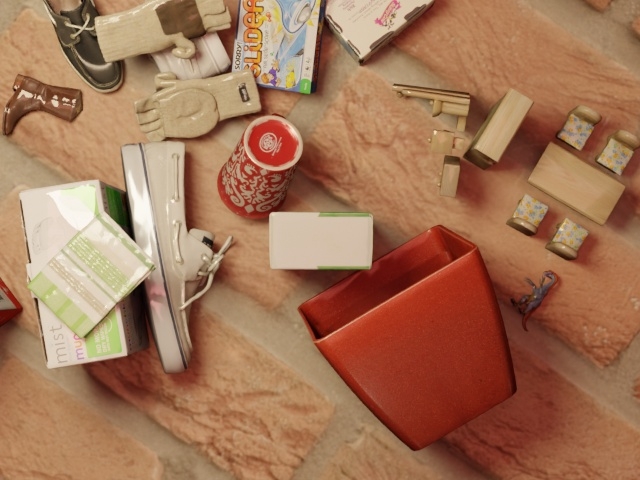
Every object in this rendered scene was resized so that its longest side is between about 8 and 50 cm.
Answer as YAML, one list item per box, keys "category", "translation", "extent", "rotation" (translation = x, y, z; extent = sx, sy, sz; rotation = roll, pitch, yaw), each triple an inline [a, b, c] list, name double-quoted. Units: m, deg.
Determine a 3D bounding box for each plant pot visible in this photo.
- category: "plant pot"
  translation: [0.149, 0.155, 1.801]
  extent: [0.267, 0.267, 0.235]
  rotation: [-31, 101, -1]

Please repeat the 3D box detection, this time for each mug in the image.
- category: "mug"
  translation: [-0.094, -0.132, 1.832]
  extent: [0.113, 0.169, 0.150]
  rotation: [-6, 72, -16]

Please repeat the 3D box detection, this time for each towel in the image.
- category: "towel"
  translation: [-0.322, 0.049, 1.679]
  extent: [0.152, 0.023, 0.113]
  rotation: [-45, 89, -4]

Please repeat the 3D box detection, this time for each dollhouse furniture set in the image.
- category: "dollhouse furniture set"
  translation: [0.163, -0.160, 1.872]
  extent: [0.123, 0.144, 0.151]
  rotation: [9, 102, 5]
- category: "dollhouse furniture set"
  translation: [0.358, -0.117, 1.849]
  extent: [0.242, 0.161, 0.212]
  rotation: [31, 88, 1]

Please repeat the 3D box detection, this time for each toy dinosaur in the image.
- category: "toy dinosaur"
  translation: [0.348, 0.086, 1.913]
  extent: [0.082, 0.047, 0.090]
  rotation: [-24, 121, -10]

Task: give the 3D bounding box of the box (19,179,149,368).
- category: "box"
  translation: [-0.355, 0.051, 1.802]
  extent: [0.127, 0.231, 0.262]
  rotation: [-9, 87, -1]

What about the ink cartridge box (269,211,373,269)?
- category: "ink cartridge box"
  translation: [0.000, 0.000, 1.819]
  extent: [0.153, 0.208, 0.087]
  rotation: [0, 91, 0]

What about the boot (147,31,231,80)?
- category: "boot"
  translation: [-0.250, -0.364, 1.883]
  extent: [0.123, 0.095, 0.258]
  rotation: [-26, 94, -1]

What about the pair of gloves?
- category: "pair of gloves"
  translation: [-0.218, -0.276, 1.844]
  extent: [0.204, 0.042, 0.240]
  rotation: [-22, 118, -1]

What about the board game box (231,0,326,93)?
- category: "board game box"
  translation: [-0.064, -0.341, 1.874]
  extent: [0.136, 0.035, 0.201]
  rotation: [10, 105, 16]

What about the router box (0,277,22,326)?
- category: "router box"
  translation: [-0.606, -0.003, 1.767]
  extent: [0.082, 0.301, 0.335]
  rotation: [-37, 89, -1]

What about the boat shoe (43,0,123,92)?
- category: "boat shoe"
  translation: [-0.388, -0.343, 1.895]
  extent: [0.084, 0.079, 0.233]
  rotation: [-26, 90, -3]

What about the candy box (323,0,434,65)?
- category: "candy box"
  translation: [0.051, -0.421, 1.903]
  extent: [0.159, 0.071, 0.233]
  rotation: [-39, 88, -1]

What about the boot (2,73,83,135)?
- category: "boot"
  translation: [-0.445, -0.205, 1.911]
  extent: [0.114, 0.037, 0.106]
  rotation: [17, 90, -4]

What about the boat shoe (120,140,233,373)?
- category: "boat shoe"
  translation: [-0.210, 0.019, 1.866]
  extent: [0.156, 0.136, 0.367]
  rotation: [-9, 81, -11]
